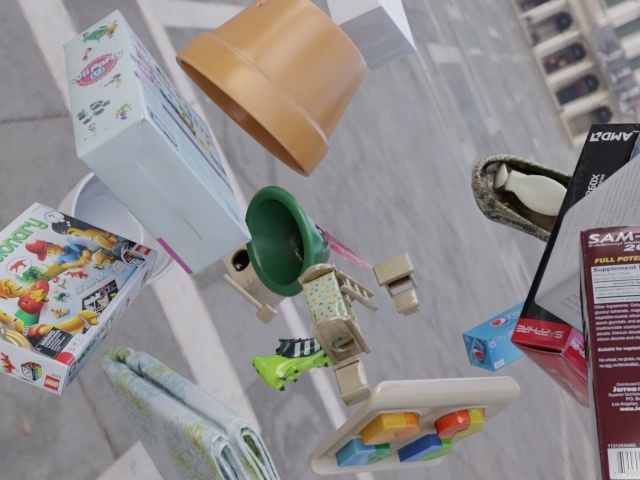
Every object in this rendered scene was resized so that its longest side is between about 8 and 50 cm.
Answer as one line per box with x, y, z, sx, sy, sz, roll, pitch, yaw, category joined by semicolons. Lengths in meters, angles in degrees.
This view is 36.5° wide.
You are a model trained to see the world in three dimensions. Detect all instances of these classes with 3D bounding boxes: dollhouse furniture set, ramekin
0.072;0.108;1.366;0.101;0.161;0.182;59;10;-45;dollhouse furniture set
-0.344;-0.015;1.615;0.207;0.109;0.207;14;67;-38;ramekin

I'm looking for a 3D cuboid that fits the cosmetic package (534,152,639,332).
0.456;-0.019;1.027;0.230;0.453;0.161;32;57;-6;cosmetic package

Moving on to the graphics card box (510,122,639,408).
0.423;0.041;1.416;0.233;0.094;0.370;39;68;-39;graphics card box

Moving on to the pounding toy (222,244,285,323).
-0.126;0.075;2.049;0.181;0.094;0.206;36;16;-52;pounding toy

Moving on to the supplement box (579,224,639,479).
0.264;0.121;0.823;0.130;0.073;0.239;66;24;-57;supplement box

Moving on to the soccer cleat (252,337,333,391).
-0.024;0.172;1.504;0.179;0.060;0.072;-20;49;-37;soccer cleat

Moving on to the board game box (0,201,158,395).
-0.353;0.064;1.253;0.193;0.053;0.305;21;28;1;board game box

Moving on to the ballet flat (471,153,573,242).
0.475;-0.030;1.676;0.164;0.483;0.182;-65;159;-1;ballet flat

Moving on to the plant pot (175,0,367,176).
-0.062;-0.272;1.587;0.291;0.203;0.291;42;-2;2;plant pot

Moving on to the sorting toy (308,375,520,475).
0.108;0.225;1.131;0.193;0.208;0.038;2;54;-25;sorting toy

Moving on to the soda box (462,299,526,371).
0.371;0.167;1.810;0.071;0.210;0.067;8;-63;60;soda box

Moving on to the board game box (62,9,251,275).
-0.214;-0.130;1.237;0.224;0.098;0.303;53;8;-38;board game box

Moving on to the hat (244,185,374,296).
0.000;0.000;1.617;0.184;0.173;0.208;-13;83;-40;hat

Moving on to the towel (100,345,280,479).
-0.189;0.350;1.573;0.374;0.090;0.320;20;-43;47;towel

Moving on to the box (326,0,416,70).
0.082;-0.395;1.671;0.170;0.091;0.130;33;40;-59;box
